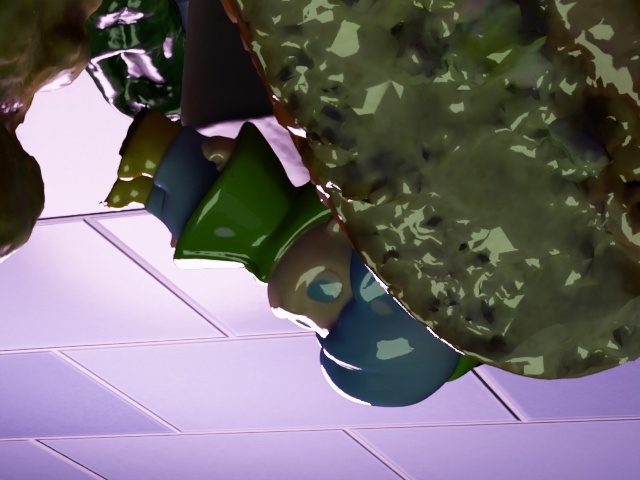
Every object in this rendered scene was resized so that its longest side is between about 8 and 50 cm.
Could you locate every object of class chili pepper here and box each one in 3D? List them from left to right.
[{"bbox_3d":[-0.137,-0.151,1.177,0.100,0.074,0.257,1,160,4],"label":"chili pepper"}]

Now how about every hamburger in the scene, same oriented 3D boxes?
[{"bbox_3d":[0.083,-0.159,0.802,0.268,0.287,0.445,-28,111,8],"label":"hamburger"}]

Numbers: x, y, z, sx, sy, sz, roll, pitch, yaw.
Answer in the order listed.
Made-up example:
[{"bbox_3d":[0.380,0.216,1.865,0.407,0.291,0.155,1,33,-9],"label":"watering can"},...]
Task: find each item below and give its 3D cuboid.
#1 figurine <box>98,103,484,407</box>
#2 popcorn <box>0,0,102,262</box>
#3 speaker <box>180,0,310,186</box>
[{"bbox_3d":[0.000,0.000,0.958,0.263,0.143,0.162,26,146,-2],"label":"figurine"},{"bbox_3d":[-0.262,-0.118,0.966,0.326,0.290,0.321,45,149,22],"label":"popcorn"},{"bbox_3d":[0.054,-0.081,1.138,0.183,0.184,0.406,-6,153,24],"label":"speaker"}]
